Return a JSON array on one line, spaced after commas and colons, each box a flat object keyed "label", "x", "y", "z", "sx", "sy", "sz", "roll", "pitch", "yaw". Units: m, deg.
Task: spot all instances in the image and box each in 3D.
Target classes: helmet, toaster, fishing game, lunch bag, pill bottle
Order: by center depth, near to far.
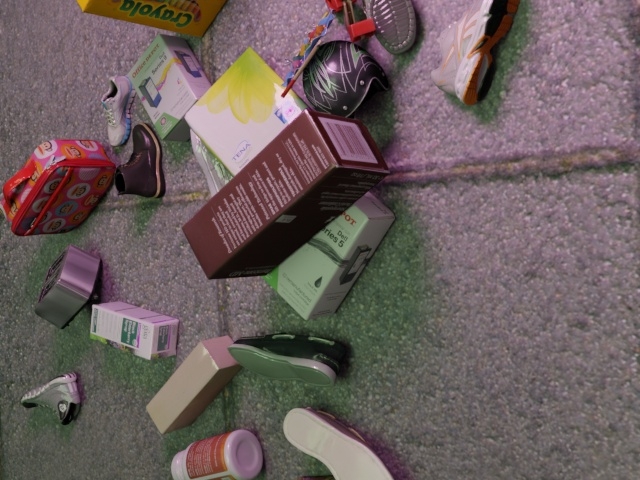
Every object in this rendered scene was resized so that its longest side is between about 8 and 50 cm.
[{"label": "fishing game", "x": -0.031, "y": -0.392, "z": 1.618, "sx": 0.041, "sy": 0.264, "sz": 0.189, "roll": 33, "pitch": 119, "yaw": -13}, {"label": "helmet", "x": 0.042, "y": -0.323, "z": 1.637, "sx": 0.169, "sy": 0.161, "sz": 0.169, "roll": 3, "pitch": 94, "yaw": 35}, {"label": "pill bottle", "x": -0.252, "y": 0.530, "z": 1.924, "sx": 0.216, "sy": 0.121, "sz": 0.121, "roll": -22, "pitch": 80, "yaw": 34}, {"label": "lunch bag", "x": -0.707, "y": -0.139, "z": 2.122, "sx": 0.293, "sy": 0.258, "sz": 0.120, "roll": -48, "pitch": 67, "yaw": 28}, {"label": "toaster", "x": -0.674, "y": 0.120, "z": 2.168, "sx": 0.185, "sy": 0.110, "sz": 0.168, "roll": -41, "pitch": 32, "yaw": 30}]

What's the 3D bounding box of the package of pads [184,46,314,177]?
[{"label": "package of pads", "x": -0.135, "y": -0.244, "z": 1.769, "sx": 0.229, "sy": 0.101, "sz": 0.296, "roll": -44, "pitch": 67, "yaw": 7}]

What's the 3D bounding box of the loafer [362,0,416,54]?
[{"label": "loafer", "x": 0.126, "y": -0.496, "z": 1.627, "sx": 0.094, "sy": 0.087, "sz": 0.251, "roll": -20, "pitch": 92, "yaw": 9}]

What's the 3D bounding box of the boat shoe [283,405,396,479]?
[{"label": "boat shoe", "x": 0.057, "y": 0.459, "z": 1.720, "sx": 0.305, "sy": 0.091, "sz": 0.109, "roll": 33, "pitch": 99, "yaw": 28}]

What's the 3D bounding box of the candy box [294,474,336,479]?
[{"label": "candy box", "x": 0.006, "y": 0.620, "z": 1.789, "sx": 0.109, "sy": 0.053, "sz": 0.187, "roll": -16, "pitch": 83, "yaw": 36}]

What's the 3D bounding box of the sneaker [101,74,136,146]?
[{"label": "sneaker", "x": -0.540, "y": -0.340, "z": 2.101, "sx": 0.071, "sy": 0.083, "sz": 0.191, "roll": 17, "pitch": 104, "yaw": 32}]

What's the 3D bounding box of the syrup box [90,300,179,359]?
[{"label": "syrup box", "x": -0.483, "y": 0.230, "z": 2.085, "sx": 0.237, "sy": 0.096, "sz": 0.093, "roll": 12, "pitch": 99, "yaw": 35}]

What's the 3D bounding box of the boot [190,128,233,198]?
[{"label": "boot", "x": -0.209, "y": -0.179, "z": 1.882, "sx": 0.123, "sy": 0.095, "sz": 0.258, "roll": -23, "pitch": 84, "yaw": 24}]

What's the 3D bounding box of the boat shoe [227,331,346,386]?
[{"label": "boat shoe", "x": -0.074, "y": 0.255, "z": 1.804, "sx": 0.302, "sy": 0.091, "sz": 0.114, "roll": 8, "pitch": 142, "yaw": 34}]

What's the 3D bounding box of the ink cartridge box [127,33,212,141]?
[{"label": "ink cartridge box", "x": -0.359, "y": -0.371, "z": 1.964, "sx": 0.154, "sy": 0.093, "sz": 0.212, "roll": -40, "pitch": 69, "yaw": 31}]

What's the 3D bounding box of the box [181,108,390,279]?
[{"label": "box", "x": -0.073, "y": -0.079, "z": 1.577, "sx": 0.381, "sy": 0.191, "sz": 0.143, "roll": -38, "pitch": 70, "yaw": 30}]

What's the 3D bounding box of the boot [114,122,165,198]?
[{"label": "boot", "x": -0.469, "y": -0.204, "z": 2.023, "sx": 0.077, "sy": 0.137, "sz": 0.198, "roll": -24, "pitch": 79, "yaw": 34}]

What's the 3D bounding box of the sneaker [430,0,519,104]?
[{"label": "sneaker", "x": 0.278, "y": -0.396, "z": 1.510, "sx": 0.121, "sy": 0.099, "sz": 0.262, "roll": 30, "pitch": 108, "yaw": 35}]

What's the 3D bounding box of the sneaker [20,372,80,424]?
[{"label": "sneaker", "x": -0.771, "y": 0.477, "z": 2.313, "sx": 0.228, "sy": 0.086, "sz": 0.132, "roll": -30, "pitch": 78, "yaw": 32}]

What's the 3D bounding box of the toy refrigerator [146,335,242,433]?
[{"label": "toy refrigerator", "x": -0.308, "y": 0.350, "z": 1.965, "sx": 0.094, "sy": 0.102, "sz": 0.269, "roll": 52, "pitch": 120, "yaw": 21}]

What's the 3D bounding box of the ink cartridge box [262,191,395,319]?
[{"label": "ink cartridge box", "x": 0.000, "y": 0.000, "z": 1.716, "sx": 0.198, "sy": 0.115, "sz": 0.273, "roll": 42, "pitch": 115, "yaw": 26}]

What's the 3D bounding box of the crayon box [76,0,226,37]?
[{"label": "crayon box", "x": -0.324, "y": -0.618, "z": 1.757, "sx": 0.313, "sy": 0.363, "sz": 0.106, "roll": -49, "pitch": 67, "yaw": 27}]

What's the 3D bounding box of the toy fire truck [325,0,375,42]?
[{"label": "toy fire truck", "x": 0.054, "y": -0.469, "z": 1.635, "sx": 0.047, "sy": 0.192, "sz": 0.135, "roll": -21, "pitch": 101, "yaw": -4}]
